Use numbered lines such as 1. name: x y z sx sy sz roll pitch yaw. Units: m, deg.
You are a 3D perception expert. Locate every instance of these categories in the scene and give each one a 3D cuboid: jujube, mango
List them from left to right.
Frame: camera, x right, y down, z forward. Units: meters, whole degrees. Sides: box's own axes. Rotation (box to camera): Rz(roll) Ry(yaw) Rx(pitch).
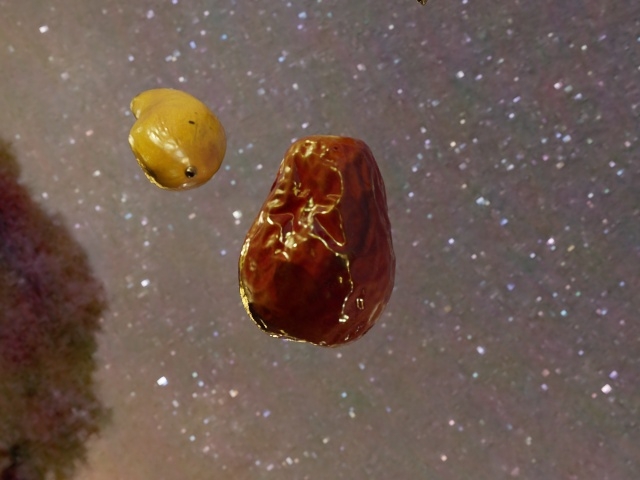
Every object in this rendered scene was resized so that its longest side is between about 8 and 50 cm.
1. mango: -0.145 -0.104 0.920 0.190 0.098 0.075 -119 -144 -59
2. jujube: 0.000 0.000 1.097 0.190 0.190 0.255 -1 -97 59

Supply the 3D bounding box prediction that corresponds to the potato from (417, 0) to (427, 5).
1. potato: 0.113 -0.464 1.281 0.301 0.289 0.237 65 -8 -1
